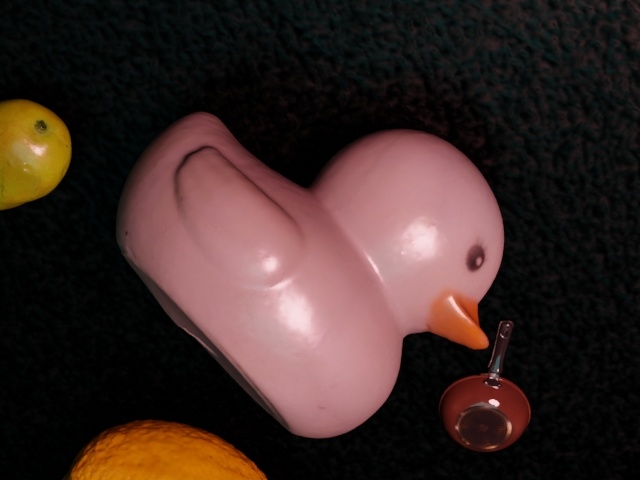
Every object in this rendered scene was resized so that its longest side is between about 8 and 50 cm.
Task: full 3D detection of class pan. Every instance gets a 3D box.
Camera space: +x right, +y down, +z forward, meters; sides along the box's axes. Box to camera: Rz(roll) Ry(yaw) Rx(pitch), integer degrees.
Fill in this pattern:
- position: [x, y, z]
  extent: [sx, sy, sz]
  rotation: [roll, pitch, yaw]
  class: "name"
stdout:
- position: [0.124, 0.112, 0.931]
  extent: [0.068, 0.023, 0.115]
  rotation: [11, 119, 5]
  class: "pan"

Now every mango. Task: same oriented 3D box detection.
- position: [-0.221, -0.056, 0.879]
  extent: [0.108, 0.056, 0.073]
  rotation: [-29, 104, 25]
  class: "mango"

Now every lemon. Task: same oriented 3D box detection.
- position: [-0.111, 0.208, 0.955]
  extent: [0.187, 0.142, 0.142]
  rotation: [11, 119, -4]
  class: "lemon"

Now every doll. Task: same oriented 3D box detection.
- position: [0.000, 0.000, 0.818]
  extent: [0.251, 0.221, 0.221]
  rotation: [40, 120, 19]
  class: "doll"
